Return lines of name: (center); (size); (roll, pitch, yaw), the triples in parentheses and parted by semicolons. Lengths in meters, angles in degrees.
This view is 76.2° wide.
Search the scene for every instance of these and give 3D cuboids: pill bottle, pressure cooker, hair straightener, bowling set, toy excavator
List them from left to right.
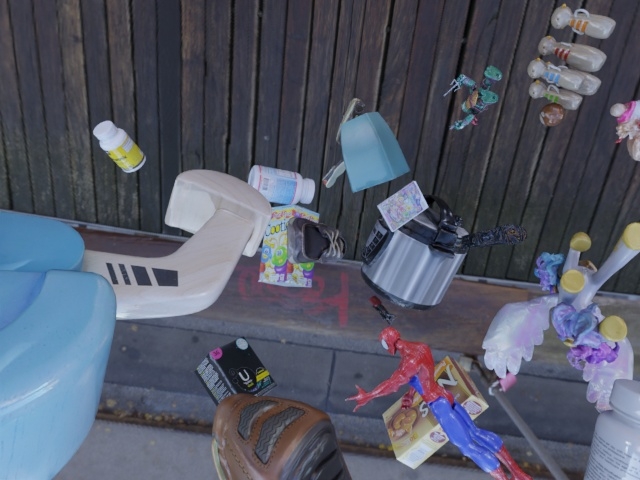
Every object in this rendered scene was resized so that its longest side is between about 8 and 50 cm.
toy excavator: (-0.233, 0.059, 0.361); (0.446, 0.432, 0.222); (10, 126, -29)
pill bottle: (-0.471, -0.220, 0.956); (0.065, 0.065, 0.116); (-14, 144, 8)
pill bottle: (-0.101, -0.138, 1.049); (0.160, 0.087, 0.087); (8, 111, -21)
hair straightener: (0.287, 0.319, 1.831); (0.047, 0.230, 0.088); (-31, 106, -10)
pressure cooker: (0.393, 0.021, 1.654); (0.370, 0.376, 0.419); (35, 115, 31)
bowling set: (0.553, -0.392, 0.975); (0.154, 0.287, 0.199); (39, 93, 30)
pill bottle: (0.576, 0.409, 0.730); (0.161, 0.160, 0.282); (10, 93, 0)

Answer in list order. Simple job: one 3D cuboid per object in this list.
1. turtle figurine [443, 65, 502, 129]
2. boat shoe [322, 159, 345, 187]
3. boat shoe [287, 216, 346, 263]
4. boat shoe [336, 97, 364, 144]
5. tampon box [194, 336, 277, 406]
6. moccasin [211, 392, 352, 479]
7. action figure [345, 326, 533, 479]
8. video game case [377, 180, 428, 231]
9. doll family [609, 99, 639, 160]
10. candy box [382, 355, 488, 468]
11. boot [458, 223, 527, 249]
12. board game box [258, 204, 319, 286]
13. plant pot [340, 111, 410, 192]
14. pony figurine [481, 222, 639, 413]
turtle figurine: (0.501, -0.465, 1.345); (0.118, 0.234, 0.175); (-7, 88, -10)
boat shoe: (0.055, -0.274, 1.636); (0.049, 0.043, 0.137); (2, 137, -43)
boat shoe: (0.000, 0.000, 1.145); (0.131, 0.355, 0.132); (-2, 89, 13)
boat shoe: (0.114, -0.480, 1.643); (0.068, 0.072, 0.189); (12, 122, -34)
tampon box: (-0.219, 0.355, 1.053); (0.161, 0.121, 0.101); (50, 121, 16)
moccasin: (-0.036, 0.328, 0.484); (0.147, 0.139, 0.379); (11, 133, 36)
action figure: (0.154, 0.261, 0.592); (0.139, 0.092, 0.280); (-41, 76, 25)
video game case: (0.221, -0.091, 1.092); (0.122, 0.011, 0.087); (-35, 111, -5)
doll family: (0.428, -0.122, 0.394); (0.264, 0.118, 0.163); (-2, 111, -14)
candy box: (0.354, 0.543, 1.302); (0.088, 0.182, 0.316); (38, 103, -20)
boot: (0.381, -0.005, 0.913); (0.121, 0.099, 0.045); (-8, 84, 2)
board game box: (-0.114, 0.024, 1.485); (0.145, 0.142, 0.274); (-4, 75, 40)
plant pot: (0.175, -0.314, 1.414); (0.166, 0.166, 0.234); (-15, 99, 33)
pony figurine: (0.546, 0.159, 0.880); (0.303, 0.363, 0.350); (18, 76, 23)
